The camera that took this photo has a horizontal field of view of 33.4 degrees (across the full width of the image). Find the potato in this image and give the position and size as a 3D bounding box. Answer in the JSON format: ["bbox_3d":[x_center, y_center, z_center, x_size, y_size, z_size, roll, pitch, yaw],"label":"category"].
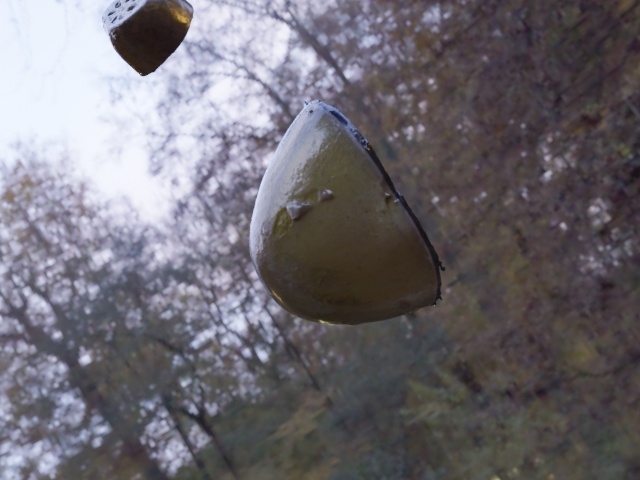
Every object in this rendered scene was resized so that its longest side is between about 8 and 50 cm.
[{"bbox_3d":[0.000,0.000,0.863,0.117,0.182,0.202,-33,-27,-11],"label":"potato"}]

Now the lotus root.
[{"bbox_3d":[-0.223,-0.284,1.388,0.112,0.122,0.081,-40,-58,6],"label":"lotus root"}]
